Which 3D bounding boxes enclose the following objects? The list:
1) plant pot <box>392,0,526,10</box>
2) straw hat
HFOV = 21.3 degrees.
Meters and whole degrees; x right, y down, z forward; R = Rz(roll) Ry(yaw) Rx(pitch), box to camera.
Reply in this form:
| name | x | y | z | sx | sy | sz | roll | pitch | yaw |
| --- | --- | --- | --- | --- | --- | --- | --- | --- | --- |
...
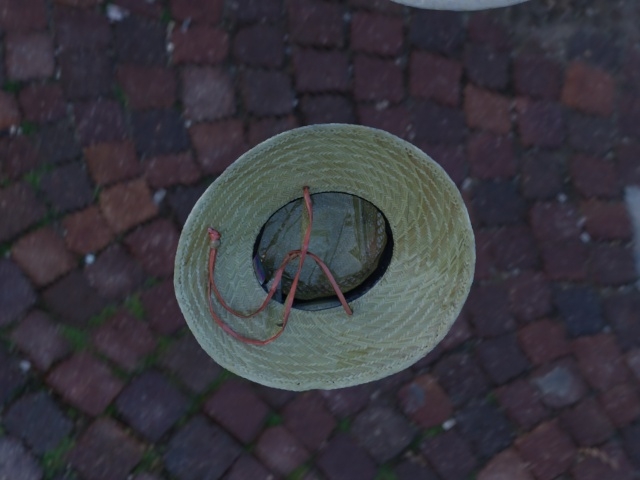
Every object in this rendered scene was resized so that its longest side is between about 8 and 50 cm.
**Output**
| name | x | y | z | sx | sy | sz | roll | pitch | yaw |
| --- | --- | --- | --- | --- | --- | --- | --- | --- | --- |
| plant pot | 0.138 | -0.337 | 1.122 | 0.334 | 0.334 | 0.305 | 49 | 30 | 6 |
| straw hat | 0.000 | 0.000 | 0.830 | 0.144 | 0.061 | 0.145 | -1 | 110 | -3 |
